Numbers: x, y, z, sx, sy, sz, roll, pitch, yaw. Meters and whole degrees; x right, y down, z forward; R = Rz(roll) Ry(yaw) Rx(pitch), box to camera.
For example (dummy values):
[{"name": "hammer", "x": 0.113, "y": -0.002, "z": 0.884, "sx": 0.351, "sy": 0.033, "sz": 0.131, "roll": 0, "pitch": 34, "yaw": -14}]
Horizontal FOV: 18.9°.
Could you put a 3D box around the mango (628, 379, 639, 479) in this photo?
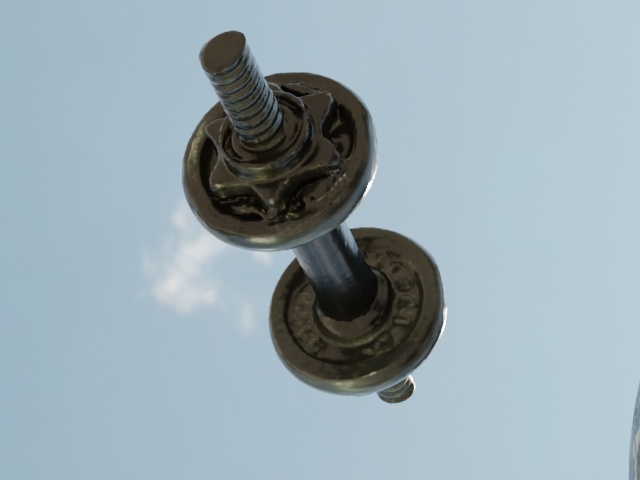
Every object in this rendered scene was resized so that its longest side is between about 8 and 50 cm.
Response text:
[{"name": "mango", "x": 0.234, "y": 0.124, "z": 0.992, "sx": 0.146, "sy": 0.316, "sz": 0.193, "roll": 0, "pitch": -161, "yaw": 26}]

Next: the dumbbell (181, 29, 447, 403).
[{"name": "dumbbell", "x": 0.000, "y": 0.000, "z": 0.781, "sx": 0.081, "sy": 0.254, "sz": 0.082, "roll": -9, "pitch": -124, "yaw": 14}]
